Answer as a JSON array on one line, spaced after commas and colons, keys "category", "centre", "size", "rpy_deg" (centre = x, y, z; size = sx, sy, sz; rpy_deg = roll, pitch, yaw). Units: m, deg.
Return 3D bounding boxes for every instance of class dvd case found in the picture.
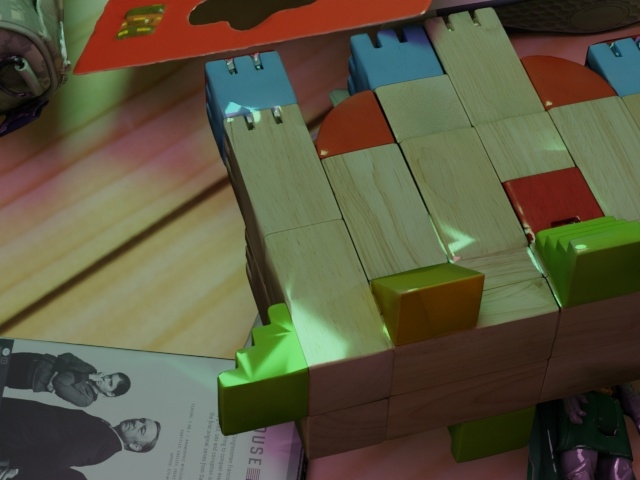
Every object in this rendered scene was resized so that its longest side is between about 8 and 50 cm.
[{"category": "dvd case", "centre": [-0.130, 0.164, 1.072], "size": [0.238, 0.029, 0.179], "rpy_deg": [5, 70, 10]}]

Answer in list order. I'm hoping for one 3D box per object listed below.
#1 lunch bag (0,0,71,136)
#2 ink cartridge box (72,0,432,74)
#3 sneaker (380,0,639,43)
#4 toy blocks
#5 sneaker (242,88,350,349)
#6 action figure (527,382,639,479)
[{"category": "lunch bag", "centre": [-0.316, -0.228, 1.152], "size": [0.256, 0.212, 0.305], "rpy_deg": [-9, 66, 12]}, {"category": "ink cartridge box", "centre": [-0.024, -0.306, 1.109], "size": [0.308, 0.091, 0.385], "rpy_deg": [-4, 52, 34]}, {"category": "sneaker", "centre": [0.155, -0.236, 1.154], "size": [0.226, 0.086, 0.163], "rpy_deg": [-3, 71, 9]}, {"category": "toy blocks", "centre": [0.094, -0.029, 0.956], "size": [0.381, 0.191, 0.261], "rpy_deg": [-12, 52, -11]}, {"category": "sneaker", "centre": [0.000, 0.000, 1.086], "size": [0.121, 0.099, 0.262], "rpy_deg": [18, 59, 27]}, {"category": "action figure", "centre": [0.176, 0.121, 1.008], "size": [0.137, 0.063, 0.232], "rpy_deg": [17, 57, -33]}]
